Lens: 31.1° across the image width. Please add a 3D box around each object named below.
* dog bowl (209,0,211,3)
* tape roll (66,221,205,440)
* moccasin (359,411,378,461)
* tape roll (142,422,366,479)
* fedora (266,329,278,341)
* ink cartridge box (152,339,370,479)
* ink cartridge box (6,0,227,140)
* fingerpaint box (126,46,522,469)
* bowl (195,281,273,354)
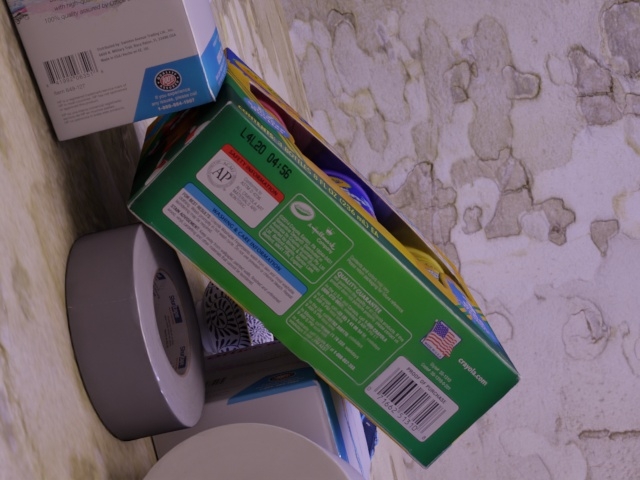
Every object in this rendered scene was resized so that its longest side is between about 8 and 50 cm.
[{"bbox_3d":[-0.238,-0.446,1.601,0.265,0.104,0.265,-13,90,-82],"label":"dog bowl"},{"bbox_3d":[-0.185,0.092,1.184,0.219,0.072,0.219,-13,90,-83],"label":"tape roll"},{"bbox_3d":[0.046,0.399,2.293,0.342,0.137,0.117,-64,147,-56],"label":"moccasin"},{"bbox_3d":[-0.056,0.309,1.117,0.169,0.246,0.246,58,20,-71],"label":"tape roll"},{"bbox_3d":[-0.028,0.146,1.777,0.152,0.334,0.334,-66,156,-23],"label":"fedora"},{"bbox_3d":[-0.060,0.243,1.379,0.270,0.198,0.197,-55,132,-80],"label":"ink cartridge box"},{"bbox_3d":[-0.213,-0.252,1.185,0.168,0.171,0.233,-86,162,-68],"label":"ink cartridge box"},{"bbox_3d":[0.000,0.000,1.359,0.445,0.163,0.371,43,9,-15],"label":"fingerpaint box"},{"bbox_3d":[-0.124,0.110,1.584,0.170,0.080,0.170,-12,90,-83],"label":"bowl"}]
